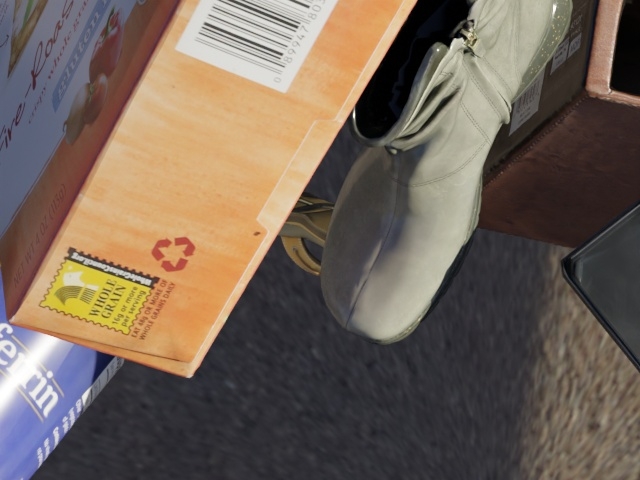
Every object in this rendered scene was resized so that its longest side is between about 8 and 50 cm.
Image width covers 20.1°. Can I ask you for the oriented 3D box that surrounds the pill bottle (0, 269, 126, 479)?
[{"bbox_3d":[-0.212,0.063,1.175,0.153,0.153,0.264,32,62,10],"label":"pill bottle"}]

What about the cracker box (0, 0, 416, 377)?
[{"bbox_3d":[-0.052,-0.088,0.595,0.067,0.232,0.155,20,116,-24],"label":"cracker box"}]

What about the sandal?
[{"bbox_3d":[0.000,0.000,1.314,0.180,0.072,0.049,18,112,46],"label":"sandal"}]

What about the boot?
[{"bbox_3d":[0.044,-0.057,0.965,0.083,0.161,0.246,28,100,18],"label":"boot"}]

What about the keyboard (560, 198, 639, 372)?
[{"bbox_3d":[0.223,0.055,0.999,0.108,0.023,0.180,-36,85,-17],"label":"keyboard"}]

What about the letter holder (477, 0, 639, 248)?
[{"bbox_3d":[0.235,-0.097,1.245,0.214,0.302,0.152,14,73,-10],"label":"letter holder"}]
